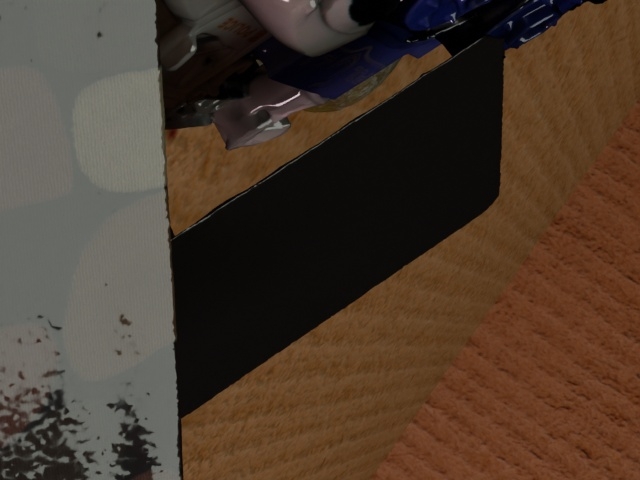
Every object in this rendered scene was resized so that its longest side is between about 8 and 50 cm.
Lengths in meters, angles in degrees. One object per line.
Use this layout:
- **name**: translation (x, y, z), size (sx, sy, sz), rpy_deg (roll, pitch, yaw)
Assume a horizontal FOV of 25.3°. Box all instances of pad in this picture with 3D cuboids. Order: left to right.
- **pad**: translation (-0.111, 0.016, 0.385), size (0.158, 0.003, 0.235), rpy_deg (-15, 123, -26)
- **pad**: translation (0.000, 0.000, 0.482), size (0.157, 0.003, 0.112), rpy_deg (-33, 153, -13)

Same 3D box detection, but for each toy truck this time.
- **toy truck**: translation (-0.017, -0.111, 0.483), size (0.177, 0.161, 0.213), rpy_deg (-34, 171, 15)

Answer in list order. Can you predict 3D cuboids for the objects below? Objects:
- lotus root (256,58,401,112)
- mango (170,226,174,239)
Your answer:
- **lotus root**: translation (0.014, -0.127, 0.624), size (0.165, 0.088, 0.088), rpy_deg (-64, 165, 9)
- **mango**: translation (-0.147, 0.066, 0.478), size (0.251, 0.114, 0.156), rpy_deg (-48, 179, -25)
